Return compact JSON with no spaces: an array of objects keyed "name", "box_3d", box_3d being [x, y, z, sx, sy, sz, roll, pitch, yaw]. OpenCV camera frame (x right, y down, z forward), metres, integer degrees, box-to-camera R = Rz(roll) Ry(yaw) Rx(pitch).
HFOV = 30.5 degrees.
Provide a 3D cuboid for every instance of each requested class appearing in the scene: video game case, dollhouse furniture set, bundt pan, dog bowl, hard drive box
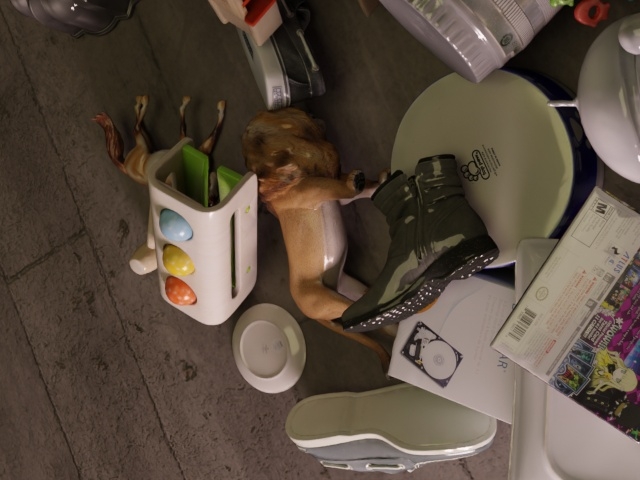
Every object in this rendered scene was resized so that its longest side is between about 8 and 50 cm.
[{"name":"video game case","box_3d":[0.349,0.086,1.382,0.210,0.042,0.232,33,102,9]},{"name":"dollhouse furniture set","box_3d":[-0.042,-0.405,1.607,0.262,0.135,0.259,36,79,22]},{"name":"bundt pan","box_3d":[-0.424,-0.499,1.920,0.331,0.124,0.331,4,97,32]},{"name":"dog bowl","box_3d":[0.229,-0.096,1.543,0.265,0.104,0.265,3,96,33]},{"name":"hard drive box","box_3d":[0.225,0.129,1.576,0.232,0.089,0.181,18,104,30]}]

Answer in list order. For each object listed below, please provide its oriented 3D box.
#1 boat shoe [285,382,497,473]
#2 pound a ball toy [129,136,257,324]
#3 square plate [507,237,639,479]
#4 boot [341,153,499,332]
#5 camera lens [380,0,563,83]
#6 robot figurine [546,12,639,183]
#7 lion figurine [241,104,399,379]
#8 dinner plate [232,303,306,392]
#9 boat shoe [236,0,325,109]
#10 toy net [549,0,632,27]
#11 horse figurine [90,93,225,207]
[{"name":"boat shoe","box_3d":[0.108,0.277,1.682,0.319,0.116,0.099,-5,135,27]},{"name":"pound a ball toy","box_3d":[-0.214,-0.005,1.750,0.208,0.136,0.319,29,145,17]},{"name":"square plate","box_3d":[0.405,0.176,1.425,0.347,0.049,0.344,2,96,13]},{"name":"boot","box_3d":[0.106,0.005,1.534,0.246,0.083,0.161,-35,69,25]},{"name":"camera lens","box_3d":[0.214,-0.356,1.422,0.274,0.219,0.219,-47,68,3]},{"name":"robot figurine","box_3d":[0.438,-0.174,1.300,0.353,0.300,0.200,-12,57,33]},{"name":"lion figurine","box_3d":[0.000,0.000,1.684,0.240,0.142,0.392,1,99,40]},{"name":"dinner plate","box_3d":[-0.084,0.168,1.825,0.141,0.017,0.141,3,96,31]},{"name":"boat shoe","box_3d":[-0.066,-0.326,1.718,0.108,0.102,0.301,94,160,-58]},{"name":"toy net","box_3d":[0.376,-0.288,1.363,0.122,0.232,0.045,-66,27,16]},{"name":"horse figurine","box_3d":[-0.250,-0.144,1.875,0.263,0.066,0.174,8,93,30]}]
